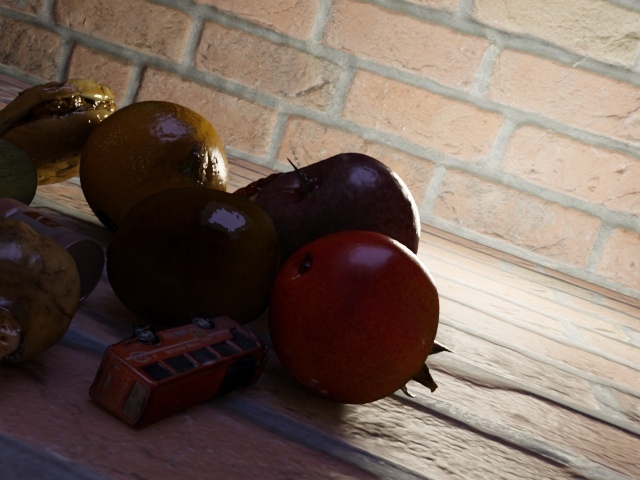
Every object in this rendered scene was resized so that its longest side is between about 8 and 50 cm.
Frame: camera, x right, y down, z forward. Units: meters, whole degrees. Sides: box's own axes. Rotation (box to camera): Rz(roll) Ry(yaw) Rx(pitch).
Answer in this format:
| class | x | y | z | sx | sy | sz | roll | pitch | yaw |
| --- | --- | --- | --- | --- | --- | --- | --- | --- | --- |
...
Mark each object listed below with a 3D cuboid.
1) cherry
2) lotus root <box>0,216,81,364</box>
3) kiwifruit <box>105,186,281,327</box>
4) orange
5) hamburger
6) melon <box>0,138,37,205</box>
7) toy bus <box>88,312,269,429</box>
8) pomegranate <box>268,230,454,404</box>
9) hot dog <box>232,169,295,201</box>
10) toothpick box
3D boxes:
| class | x | y | z | sx | sy | sz | roll | pitch | yaw |
| --- | --- | --- | --- | --- | --- | --- | --- | --- | --- |
| cherry | 0.028 | 0.001 | 1.136 | 0.261 | 0.307 | 0.221 | -21 | 18 | 14 |
| lotus root | -0.335 | 0.045 | 0.775 | 0.154 | 0.140 | 0.257 | 21 | 6 | -27 |
| kiwifruit | -0.172 | 0.025 | 0.996 | 0.234 | 0.196 | 0.196 | 2 | 9 | 7 |
| orange | -0.295 | -0.123 | 1.344 | 0.274 | 0.274 | 0.274 | 18 | 11 | -3 |
| hamburger | -0.519 | -0.199 | 1.443 | 0.283 | 0.144 | 0.259 | -18 | 0 | 30 |
| melon | -0.521 | -0.095 | 1.169 | 0.139 | 0.139 | 0.192 | 18 | 7 | 0 |
| toy bus | -0.148 | 0.138 | 0.821 | 0.096 | 0.073 | 0.235 | 33 | 16 | 23 |
| pomegranate | 0.053 | 0.108 | 0.951 | 0.257 | 0.221 | 0.221 | 41 | 4 | -17 |
| hot dog | 0.000 | 0.000 | 1.343 | 0.405 | 0.223 | 0.185 | 17 | 13 | -2 |
| toothpick box | -0.370 | 0.015 | 0.968 | 0.149 | 0.098 | 0.098 | 24 | 12 | 22 |
